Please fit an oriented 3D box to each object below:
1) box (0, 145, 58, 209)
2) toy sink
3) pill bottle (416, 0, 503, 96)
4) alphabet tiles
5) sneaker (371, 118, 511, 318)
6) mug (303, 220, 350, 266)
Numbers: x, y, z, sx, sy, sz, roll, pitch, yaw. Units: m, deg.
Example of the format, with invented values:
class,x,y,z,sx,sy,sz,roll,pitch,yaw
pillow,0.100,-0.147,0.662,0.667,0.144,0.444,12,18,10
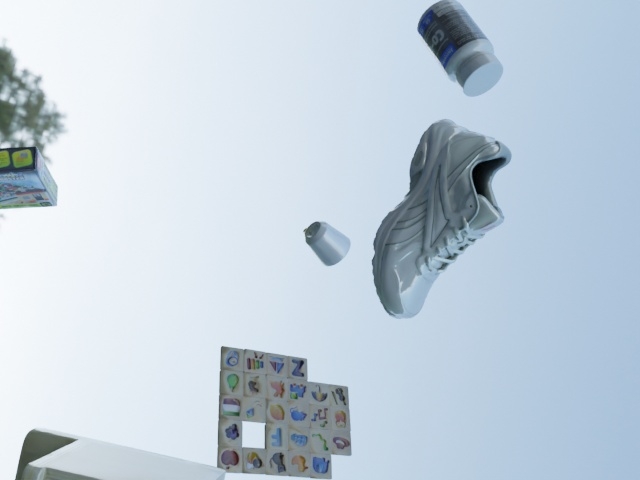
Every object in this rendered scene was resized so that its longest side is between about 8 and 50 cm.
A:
class,x,y,z,sx,sy,sz,roll,pitch,yaw
box,-0.472,-0.078,0.958,0.114,0.207,0.036,102,-17,-67
toy sink,-0.235,0.297,0.728,0.234,0.131,0.152,11,-92,8
pill bottle,0.204,-0.280,1.043,0.078,0.078,0.137,-43,-123,27
alphabet tiles,-0.054,0.281,1.159,0.009,0.237,0.198,-41,-137,49
sneaker,0.136,-0.017,0.779,0.115,0.090,0.232,20,-89,40
mug,0.001,0.002,1.186,0.078,0.064,0.062,-18,-137,38
